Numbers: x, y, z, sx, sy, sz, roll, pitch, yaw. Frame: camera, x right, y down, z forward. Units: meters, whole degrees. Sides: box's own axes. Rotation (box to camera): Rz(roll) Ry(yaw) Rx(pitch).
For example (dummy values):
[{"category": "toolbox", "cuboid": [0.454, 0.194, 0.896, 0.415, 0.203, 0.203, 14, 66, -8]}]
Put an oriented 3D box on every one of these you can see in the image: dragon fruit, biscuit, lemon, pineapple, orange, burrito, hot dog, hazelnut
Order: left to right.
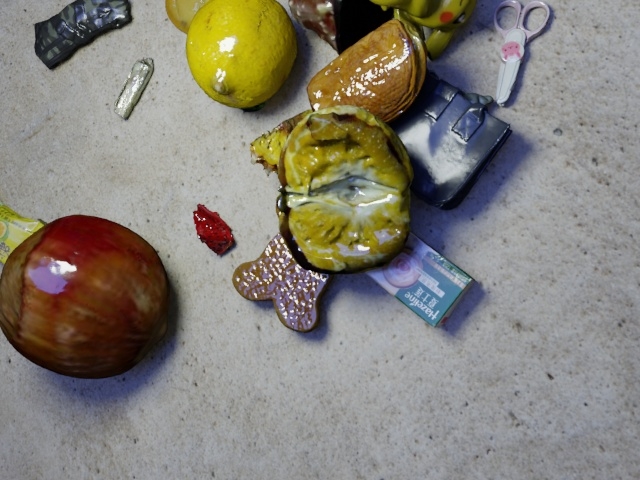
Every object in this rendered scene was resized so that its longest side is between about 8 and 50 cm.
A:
[{"category": "hazelnut", "cuboid": [-0.570, 0.143, 1.414, 0.421, 0.353, 0.420, -2, 105, -8]}, {"category": "burrito", "cuboid": [-0.521, -0.430, 1.604, 0.058, 0.045, 0.188, 28, 92, -5]}, {"category": "biscuit", "cuboid": [-0.321, -0.647, 1.555, 0.203, 0.041, 0.260, -43, 70, 11]}, {"category": "dragon fruit", "cuboid": [-0.269, -0.040, 1.461, 0.063, 0.097, 0.131, -27, 56, 12]}, {"category": "lemon", "cuboid": [-0.189, -0.451, 1.363, 0.258, 0.258, 0.310, 1, 55, 20]}, {"category": "pineapple", "cuboid": [-0.076, -0.197, 1.375, 0.139, 0.250, 0.164, 51, 134, -2]}, {"category": "biscuit", "cuboid": [0.000, 0.000, 1.356, 0.283, 0.064, 0.432, 34, 92, 20]}, {"category": "orange", "cuboid": [0.055, -0.108, 1.191, 0.271, 0.210, 0.368, 4, 116, 8]}, {"category": "hot dog", "cuboid": [0.106, -0.345, 1.218, 0.272, 0.122, 0.196, -30, 66, 28]}]

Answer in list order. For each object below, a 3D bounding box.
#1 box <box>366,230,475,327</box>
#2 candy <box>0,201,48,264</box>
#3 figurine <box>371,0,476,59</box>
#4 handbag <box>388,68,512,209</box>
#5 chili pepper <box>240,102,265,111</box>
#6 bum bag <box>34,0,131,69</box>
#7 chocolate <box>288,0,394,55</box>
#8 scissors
[{"category": "box", "cuboid": [0.218, 0.078, 1.261, 0.199, 0.081, 0.135, 39, 98, 21]}, {"category": "candy", "cuboid": [-0.937, -0.037, 1.693, 0.297, 0.081, 0.187, 29, 96, 20]}, {"category": "figurine", "cuboid": [0.212, -0.523, 1.209, 0.169, 0.327, 0.218, 40, 113, 55]}, {"category": "handbag", "cuboid": [0.236, -0.250, 1.269, 0.326, 0.118, 0.269, 41, 101, 22]}, {"category": "chili pepper", "cuboid": [-0.198, -0.364, 1.484, 0.118, 0.035, 0.055, 39, 113, 23]}, {"category": "bum bag", "cuboid": [-0.702, -0.630, 1.666, 0.341, 0.095, 0.144, -23, 92, 18]}, {"category": "chocolate", "cuboid": [0.057, -0.612, 1.324, 0.210, 0.225, 0.340, 34, 96, 28]}, {"category": "scissors", "cuboid": [0.421, -0.413, 1.264, 0.118, 0.030, 0.242, 13, 87, 22]}]
